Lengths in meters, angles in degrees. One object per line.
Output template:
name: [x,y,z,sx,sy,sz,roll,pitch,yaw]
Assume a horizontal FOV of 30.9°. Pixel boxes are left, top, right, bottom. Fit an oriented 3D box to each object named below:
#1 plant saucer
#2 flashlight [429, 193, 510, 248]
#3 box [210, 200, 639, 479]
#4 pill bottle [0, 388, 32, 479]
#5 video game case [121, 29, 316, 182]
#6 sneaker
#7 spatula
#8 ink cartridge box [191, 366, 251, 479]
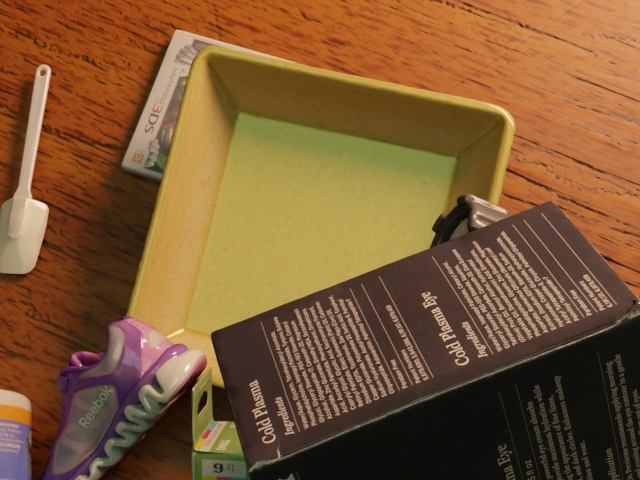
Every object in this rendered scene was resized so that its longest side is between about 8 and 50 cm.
plant saucer: [0.000,0.000,1.173,0.333,0.081,0.332,13,84,8]
flashlight: [0.245,0.059,1.090,0.304,0.103,0.103,22,78,-15]
box: [0.116,0.192,0.978,0.313,0.343,0.179,-21,34,-4]
pill bottle: [-0.342,0.279,1.059,0.152,0.152,0.272,-4,73,2]
video game case: [-0.099,-0.129,1.264,0.190,0.022,0.173,17,76,8]
sneaker: [-0.215,0.163,1.114,0.104,0.095,0.236,42,107,2]
spatula: [-0.373,-0.084,1.272,0.168,0.019,0.242,3,73,10]
ink cartridge box: [-0.081,0.230,1.078,0.062,0.109,0.209,0,95,5]
